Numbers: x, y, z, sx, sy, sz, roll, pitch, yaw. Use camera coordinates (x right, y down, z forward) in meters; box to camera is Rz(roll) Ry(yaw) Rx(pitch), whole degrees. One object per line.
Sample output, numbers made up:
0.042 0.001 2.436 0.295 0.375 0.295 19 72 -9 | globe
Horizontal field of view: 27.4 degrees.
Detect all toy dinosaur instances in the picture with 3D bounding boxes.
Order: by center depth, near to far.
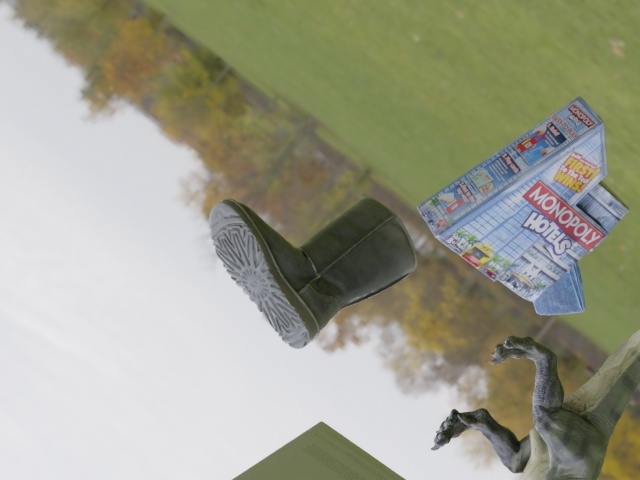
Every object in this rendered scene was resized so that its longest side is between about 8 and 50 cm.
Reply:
0.153 0.129 0.898 0.118 0.268 0.064 31 -178 2 | toy dinosaur

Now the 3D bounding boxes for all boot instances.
-0.002 0.000 1.413 0.076 0.208 0.189 -22 102 51 | boot

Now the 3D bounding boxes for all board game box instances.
0.234 -0.041 1.346 0.194 0.194 0.060 34 -161 -36 | board game box

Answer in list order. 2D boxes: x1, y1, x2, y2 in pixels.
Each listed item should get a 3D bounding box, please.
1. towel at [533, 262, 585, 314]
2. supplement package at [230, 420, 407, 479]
0.285 0.038 1.617 0.029 0.067 0.119 -62 -40 -57 | towel
-0.034 0.419 1.900 0.178 0.175 0.293 33 -154 20 | supplement package
